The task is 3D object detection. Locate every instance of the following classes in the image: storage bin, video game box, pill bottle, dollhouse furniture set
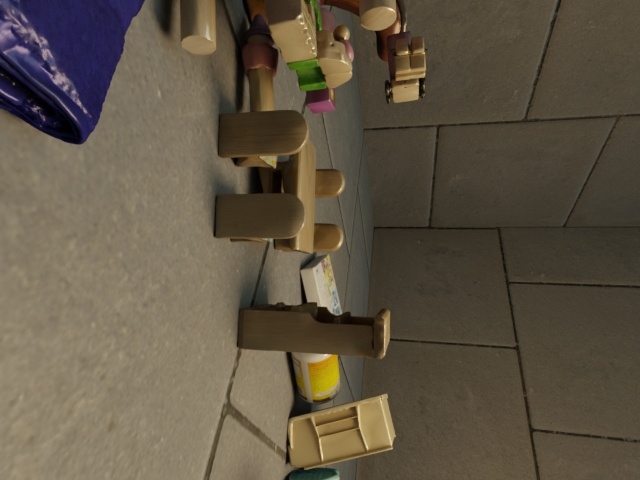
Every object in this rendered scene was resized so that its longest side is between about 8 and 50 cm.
[{"bbox_3d":[0.064,0.509,1.087,0.262,0.260,0.123,59,16,-68],"label":"storage bin"},{"bbox_3d":[0.006,0.159,1.189,0.187,0.048,0.205,-30,109,-70],"label":"video game box"},{"bbox_3d":[-0.014,0.305,1.027,0.117,0.117,0.215,-69,156,-58],"label":"pill bottle"},{"bbox_3d":[0.000,0.000,0.759,0.362,0.256,0.395,24,67,-77],"label":"dollhouse furniture set"}]

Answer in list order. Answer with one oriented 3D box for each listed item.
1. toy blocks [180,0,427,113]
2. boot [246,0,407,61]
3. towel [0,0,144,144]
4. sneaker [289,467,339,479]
[{"bbox_3d":[-0.011,-0.360,0.581,0.288,0.308,0.260,27,60,-77],"label":"toy blocks"},{"bbox_3d":[0.010,-0.425,0.730,0.264,0.280,0.096,71,5,-55],"label":"boot"},{"bbox_3d":[-0.203,-0.254,0.277,0.228,0.076,0.308,81,13,-64],"label":"towel"},{"bbox_3d":[-0.012,0.709,1.035,0.319,0.127,0.208,65,27,-61],"label":"sneaker"}]
